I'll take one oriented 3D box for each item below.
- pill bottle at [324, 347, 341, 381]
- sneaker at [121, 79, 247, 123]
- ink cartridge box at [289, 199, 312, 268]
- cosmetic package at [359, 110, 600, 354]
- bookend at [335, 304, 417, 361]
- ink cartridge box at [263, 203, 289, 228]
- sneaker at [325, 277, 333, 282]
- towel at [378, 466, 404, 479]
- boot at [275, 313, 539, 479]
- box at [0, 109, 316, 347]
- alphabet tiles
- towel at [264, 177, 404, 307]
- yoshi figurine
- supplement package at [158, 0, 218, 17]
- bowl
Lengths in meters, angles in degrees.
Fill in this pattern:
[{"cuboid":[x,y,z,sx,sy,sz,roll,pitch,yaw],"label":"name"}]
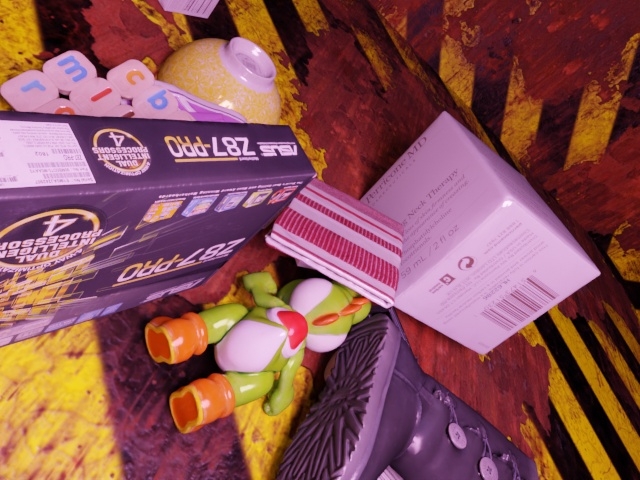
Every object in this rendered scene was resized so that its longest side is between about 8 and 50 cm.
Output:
[{"cuboid":[0.080,0.261,0.862,0.137,0.078,0.078,40,38,-15],"label":"pill bottle"},{"cuboid":[-0.256,-0.184,0.845,0.281,0.102,0.161,8,58,-26],"label":"sneaker"},{"cuboid":[0.000,0.000,0.961,0.115,0.067,0.198,13,34,-29],"label":"ink cartridge box"},{"cuboid":[0.339,-0.019,1.117,0.327,0.329,0.394,29,29,-26],"label":"cosmetic package"},{"cuboid":[0.101,0.213,0.931,0.157,0.072,0.156,5,56,-44],"label":"bookend"},{"cuboid":[-0.123,-0.101,0.944,0.089,0.092,0.143,25,43,-30],"label":"ink cartridge box"},{"cuboid":[0.045,0.075,1.012,0.170,0.051,0.089,11,51,-47],"label":"sneaker"},{"cuboid":[0.074,0.454,0.710,0.324,0.056,0.312,53,36,1],"label":"towel"},{"cuboid":[0.169,0.390,0.733,0.445,0.146,0.367,48,48,-15],"label":"boot"},{"cuboid":[-0.234,-0.010,0.556,0.394,0.318,0.097,-15,72,-53],"label":"box"},{"cuboid":[-0.342,-0.161,0.745,0.284,0.021,0.278,47,61,-5],"label":"alphabet tiles"},{"cuboid":[0.044,-0.011,0.886,0.236,0.037,0.329,28,26,0],"label":"towel"},{"cuboid":[-0.082,0.148,0.752,0.361,0.204,0.203,-17,38,-39],"label":"yoshi figurine"},{"cuboid":[-0.344,-0.722,1.146,0.145,0.204,0.262,-23,77,-54],"label":"supplement package"},{"cuboid":[-0.185,-0.340,1.030,0.289,0.156,0.290,28,42,-29],"label":"bowl"}]
